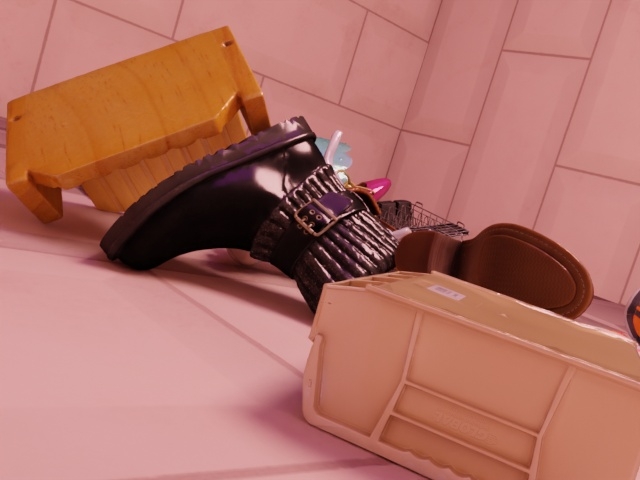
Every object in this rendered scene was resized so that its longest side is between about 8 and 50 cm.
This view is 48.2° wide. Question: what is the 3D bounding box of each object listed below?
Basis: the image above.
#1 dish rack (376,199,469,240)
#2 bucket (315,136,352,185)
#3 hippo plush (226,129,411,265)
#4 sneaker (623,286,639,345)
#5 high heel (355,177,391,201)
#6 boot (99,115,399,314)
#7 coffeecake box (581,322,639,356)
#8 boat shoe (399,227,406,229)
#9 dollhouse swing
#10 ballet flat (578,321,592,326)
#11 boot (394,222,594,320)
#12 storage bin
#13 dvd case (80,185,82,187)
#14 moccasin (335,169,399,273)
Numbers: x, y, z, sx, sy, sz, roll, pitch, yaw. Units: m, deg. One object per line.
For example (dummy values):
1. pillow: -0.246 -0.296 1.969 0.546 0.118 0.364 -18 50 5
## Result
1. dish rack: 0.190 -0.028 1.616 0.208 0.074 0.271 -8 23 -31
2. bucket: -0.051 -0.151 1.873 0.183 0.281 0.281 14 7 -15
3. hippo plush: 0.000 0.000 1.185 0.236 0.234 0.294 47 21 -4
4. sneaker: 0.677 0.190 1.230 0.321 0.125 0.180 33 2 -22
5. high heel: 0.050 -0.123 1.716 0.244 0.117 0.082 -24 26 -3
6. boot: -0.075 0.009 0.929 0.260 0.347 0.131 57 -23 6
7. coffeecake box: 0.349 0.160 0.992 0.185 0.068 0.142 13 12 -2
8. boat shoe: 0.148 0.014 1.751 0.276 0.098 0.096 5 11 -21
9. dollhouse swing: -0.245 -0.109 1.104 0.346 0.305 0.315 -20 43 -5
10. ballet flat: 0.345 0.151 1.120 0.240 0.077 0.091 16 -37 -5
11. boot: 0.255 0.060 0.890 0.220 0.109 0.283 20 -10 -36
12. storage bin: 0.145 0.119 0.635 0.260 0.123 0.262 19 7 19
13. dvd case: -0.404 -0.126 1.493 0.180 0.022 0.253 -10 19 -28
14. moccasin: 0.065 -0.060 1.501 0.139 0.147 0.380 14 22 -29
